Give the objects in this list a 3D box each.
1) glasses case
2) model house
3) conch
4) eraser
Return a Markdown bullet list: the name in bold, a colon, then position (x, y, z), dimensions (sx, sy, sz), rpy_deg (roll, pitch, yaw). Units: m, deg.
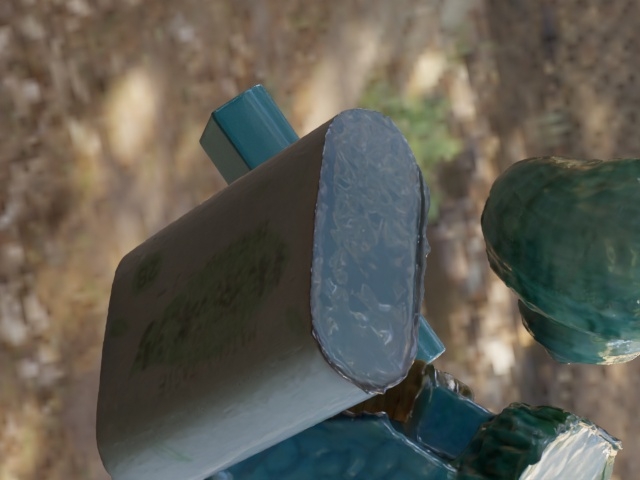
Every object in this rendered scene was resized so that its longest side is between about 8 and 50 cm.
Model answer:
- **glasses case**: position (0.000, 0.000, 1.821), dimensions (0.301, 0.070, 0.117), rpy_deg (54, -15, 2)
- **model house**: position (0.043, 0.162, 1.346), dimensions (0.226, 0.241, 0.261), rpy_deg (-55, 158, -2)
- **conch**: position (0.194, 0.014, 1.249), dimensions (0.134, 0.196, 0.202), rpy_deg (-63, -179, -20)
- **eraser**: position (-0.038, 0.042, 1.133), dimensions (0.081, 0.227, 0.174), rpy_deg (25, 55, -29)
